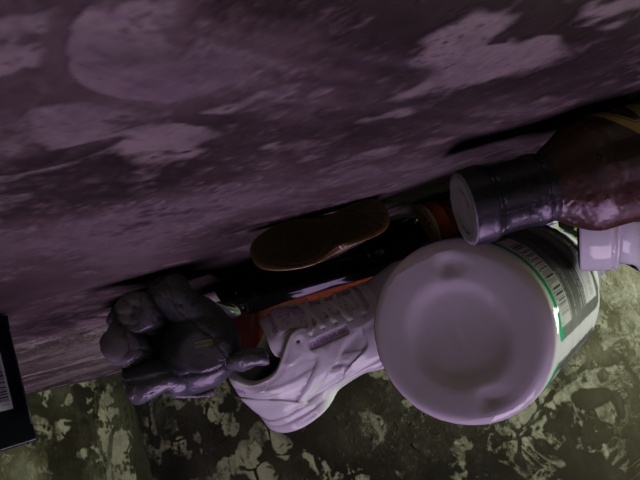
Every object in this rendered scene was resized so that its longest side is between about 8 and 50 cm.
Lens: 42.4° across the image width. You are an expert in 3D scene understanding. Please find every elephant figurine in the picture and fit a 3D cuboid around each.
[{"bbox_3d":[-0.182,0.123,1.071,0.169,0.186,0.239,-34,176,-6],"label":"elephant figurine"}]

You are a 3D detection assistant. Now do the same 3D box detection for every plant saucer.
[{"bbox_3d":[-0.058,0.098,1.288,0.259,0.048,0.258,-21,-172,-29],"label":"plant saucer"}]

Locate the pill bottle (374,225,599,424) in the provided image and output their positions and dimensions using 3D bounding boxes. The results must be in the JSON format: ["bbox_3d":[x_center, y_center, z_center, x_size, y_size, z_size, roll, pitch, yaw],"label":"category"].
[{"bbox_3d":[0.226,0.081,1.016,0.204,0.204,0.361,-20,176,28],"label":"pill bottle"}]

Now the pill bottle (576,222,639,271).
[{"bbox_3d":[0.454,-0.040,0.904,0.333,0.188,0.188,-2,177,16],"label":"pill bottle"}]

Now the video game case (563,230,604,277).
[{"bbox_3d":[0.353,0.031,1.497,0.244,0.061,0.269,-6,-174,3],"label":"video game case"}]

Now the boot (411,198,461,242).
[{"bbox_3d":[0.165,-0.034,1.032,0.084,0.059,0.158,-32,168,12],"label":"boot"}]

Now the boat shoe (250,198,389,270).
[{"bbox_3d":[0.000,0.000,0.882,0.152,0.056,0.049,-15,168,-6],"label":"boat shoe"}]

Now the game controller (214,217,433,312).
[{"bbox_3d":[0.007,0.031,1.187,0.319,0.067,0.166,-16,-173,1],"label":"game controller"}]

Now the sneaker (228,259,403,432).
[{"bbox_3d":[0.014,0.124,1.084,0.305,0.152,0.114,-42,-145,2],"label":"sneaker"}]

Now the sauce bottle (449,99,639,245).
[{"bbox_3d":[0.291,-0.072,0.756,0.344,0.112,0.111,-15,173,-9],"label":"sauce bottle"}]

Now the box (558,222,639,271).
[{"bbox_3d":[0.449,-0.035,1.095,0.190,0.045,0.184,-28,-139,-23],"label":"box"}]

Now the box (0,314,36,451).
[{"bbox_3d":[-0.449,0.185,0.927,0.207,0.153,0.108,-17,173,17],"label":"box"}]
